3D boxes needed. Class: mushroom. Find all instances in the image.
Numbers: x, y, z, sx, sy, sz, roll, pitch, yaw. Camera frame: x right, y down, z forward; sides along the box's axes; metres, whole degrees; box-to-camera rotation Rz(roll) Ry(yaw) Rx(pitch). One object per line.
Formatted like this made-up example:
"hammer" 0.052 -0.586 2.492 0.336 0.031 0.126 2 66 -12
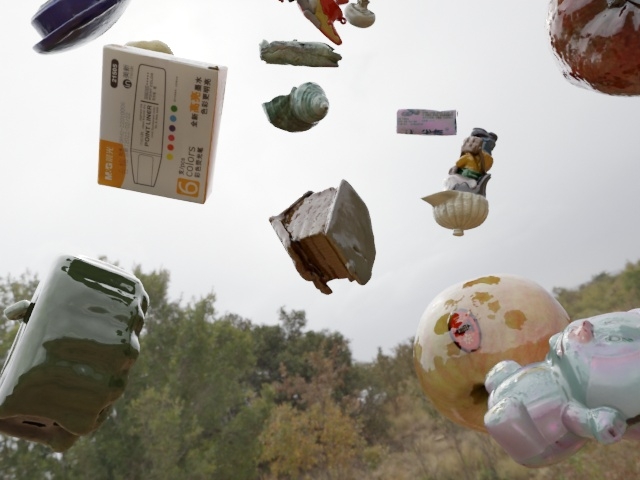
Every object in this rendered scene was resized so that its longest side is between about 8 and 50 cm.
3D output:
"mushroom" 0.104 -0.580 1.312 0.085 0.085 0.079 -7 -45 -40

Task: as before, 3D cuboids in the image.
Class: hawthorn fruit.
"hawthorn fruit" 0.532 -0.362 0.874 0.285 0.284 0.369 -27 -16 17

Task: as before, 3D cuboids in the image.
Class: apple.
"apple" 0.414 0.264 1.238 0.391 0.391 0.346 -36 16 38

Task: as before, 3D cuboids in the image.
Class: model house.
"model house" 0.001 0.000 1.277 0.229 0.199 0.219 -12 37 39

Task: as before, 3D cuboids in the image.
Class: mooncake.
"mooncake" -0.447 0.198 0.934 0.187 0.351 0.351 22 -38 -25

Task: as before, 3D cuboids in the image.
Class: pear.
"pear" -0.613 -0.611 1.857 0.209 0.209 0.209 -20 -17 -6

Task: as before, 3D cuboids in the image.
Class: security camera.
"security camera" -0.618 0.151 1.080 0.058 0.058 0.092 -18 -7 -10

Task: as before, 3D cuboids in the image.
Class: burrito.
"burrito" -0.073 -0.684 1.904 0.309 0.066 0.096 2 -65 -9

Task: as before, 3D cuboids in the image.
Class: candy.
"candy" 0.285 -0.315 1.388 0.160 0.073 0.092 5 15 15

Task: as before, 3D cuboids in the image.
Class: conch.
"conch" -0.071 -0.495 1.930 0.277 0.195 0.220 16 2 39

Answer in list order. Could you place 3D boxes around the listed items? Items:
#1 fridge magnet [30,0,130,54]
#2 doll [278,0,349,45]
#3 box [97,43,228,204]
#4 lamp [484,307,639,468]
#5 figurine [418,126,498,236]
"fridge magnet" -0.549 -0.515 1.191 0.265 0.265 0.112 -26 -60 15
"doll" -0.020 -0.437 0.946 0.169 0.109 0.057 18 -19 -27
"box" -0.305 -0.219 1.004 0.221 0.274 0.091 9 23 -2
"lamp" 0.439 0.256 0.829 0.301 0.247 0.247 -40 1 26
"figurine" 0.468 -0.177 1.619 0.332 0.204 0.185 -51 -12 -9
